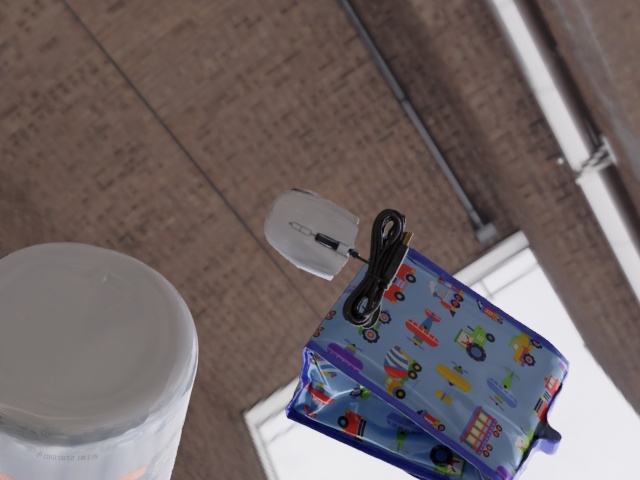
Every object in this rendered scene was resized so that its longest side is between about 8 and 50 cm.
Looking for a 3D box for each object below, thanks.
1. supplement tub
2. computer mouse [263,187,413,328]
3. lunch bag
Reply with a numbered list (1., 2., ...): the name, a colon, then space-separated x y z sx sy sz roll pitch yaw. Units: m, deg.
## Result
1. supplement tub: -0.232 0.179 1.077 0.207 0.338 0.207 8 -133 -9
2. computer mouse: 0.000 0.000 1.100 0.193 0.042 0.106 26 -85 47
3. lunch bag: 0.145 0.159 1.379 0.293 0.138 0.221 27 -135 12
